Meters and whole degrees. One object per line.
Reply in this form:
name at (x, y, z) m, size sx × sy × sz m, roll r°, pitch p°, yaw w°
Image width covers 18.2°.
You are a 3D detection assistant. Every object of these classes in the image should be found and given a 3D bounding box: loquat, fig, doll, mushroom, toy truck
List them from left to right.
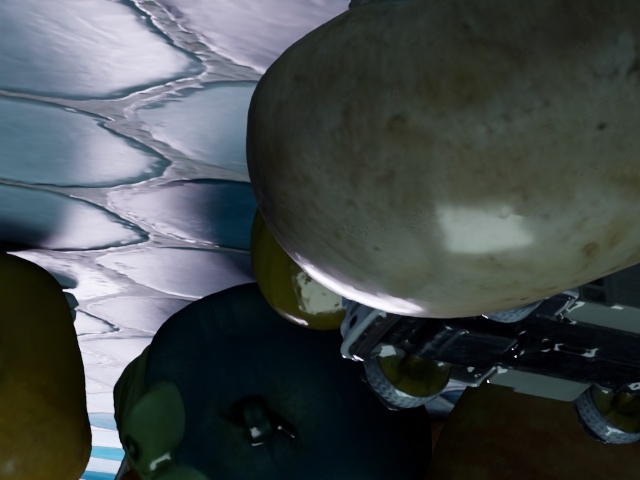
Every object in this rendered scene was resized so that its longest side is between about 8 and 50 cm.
loquat at (-0.225, 0.096, 1.213) m, size 0.176 × 0.187 × 0.234 m, roll 9°, pitch 168°, yaw -14°
doll at (-0.026, 0.129, 1.251) m, size 0.186 × 0.199 × 0.322 m, roll -25°, pitch 172°, yaw -1°
fig at (0.000, 0.000, 0.938) m, size 0.074 × 0.074 × 0.088 m, roll 0°, pitch 148°, yaw 26°
mushroom at (0.056, -0.045, 0.585) m, size 0.166 × 0.127 × 0.166 m, roll -14°, pitch 179°, yaw 0°
toy truck at (0.119, 0.015, 0.843) m, size 0.226 × 0.114 × 0.098 m, roll 12°, pitch 145°, yaw -24°

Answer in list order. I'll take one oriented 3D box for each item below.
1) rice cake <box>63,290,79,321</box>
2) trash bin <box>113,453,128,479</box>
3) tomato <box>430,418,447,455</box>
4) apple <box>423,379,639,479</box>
rice cake at (-0.240, 0.046, 1.373) m, size 0.170 × 0.029 × 0.033 m, roll 0°, pitch 173°, yaw 32°
trash bin at (-0.053, 0.261, 1.602) m, size 0.250 × 0.219 × 0.220 m, roll 28°, pitch -171°, yaw -10°
tomato at (0.092, 0.209, 1.795) m, size 0.236 × 0.095 × 0.237 m, roll 7°, pitch 171°, yaw 1°
apple at (0.204, 0.173, 1.160) m, size 0.309 × 0.277 × 0.250 m, roll 50°, pitch 156°, yaw -20°
